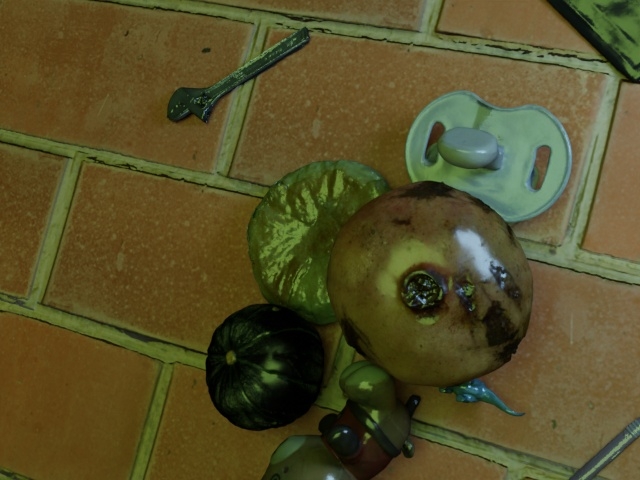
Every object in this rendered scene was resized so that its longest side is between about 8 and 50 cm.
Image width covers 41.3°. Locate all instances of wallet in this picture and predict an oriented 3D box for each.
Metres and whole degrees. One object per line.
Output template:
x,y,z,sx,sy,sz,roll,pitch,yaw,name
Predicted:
0.557,-0.452,1.399,0.323,0.041,0.247,-43,70,12,wallet

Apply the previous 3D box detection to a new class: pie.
0.000,0.000,1.507,0.306,0.071,0.307,-5,77,21,pie

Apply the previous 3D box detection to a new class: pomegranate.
0.166,0.069,1.298,0.322,0.322,0.322,-3,80,19,pomegranate

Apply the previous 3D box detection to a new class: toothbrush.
0.475,0.301,1.312,0.354,0.029,0.024,-45,57,8,toothbrush

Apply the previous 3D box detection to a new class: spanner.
-0.160,-0.316,1.641,0.325,0.026,0.093,-30,72,11,spanner

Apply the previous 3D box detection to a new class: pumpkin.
-0.096,0.214,1.443,0.220,0.161,0.221,-22,57,38,pumpkin

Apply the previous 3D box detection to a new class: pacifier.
0.254,-0.128,1.365,0.278,0.207,0.228,16,91,21,pacifier

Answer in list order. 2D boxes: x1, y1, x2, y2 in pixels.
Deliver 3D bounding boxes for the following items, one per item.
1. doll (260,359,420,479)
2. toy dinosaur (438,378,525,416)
0.027,0.353,1.373,0.174,0.235,0.330,43,86,-7,doll
0.237,0.240,1.379,0.197,0.080,0.045,22,94,26,toy dinosaur
